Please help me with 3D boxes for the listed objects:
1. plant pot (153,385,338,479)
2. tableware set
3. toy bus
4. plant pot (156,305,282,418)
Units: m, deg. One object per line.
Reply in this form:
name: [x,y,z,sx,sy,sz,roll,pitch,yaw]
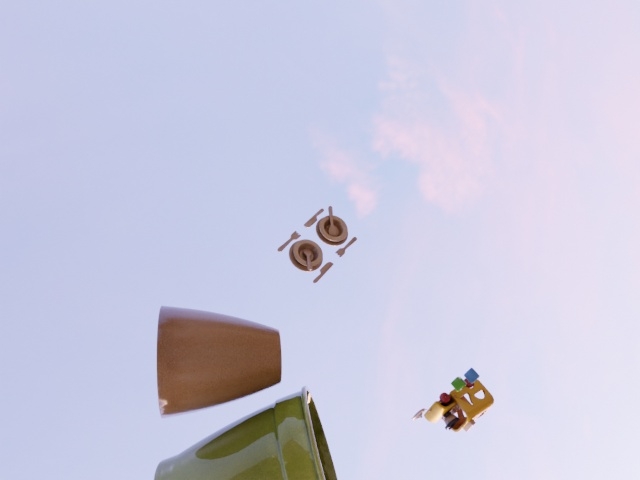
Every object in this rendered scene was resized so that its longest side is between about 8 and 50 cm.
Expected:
plant pot: [-0.149,0.533,1.456,0.366,0.353,0.366,164,90,-89]
tableware set: [0.000,0.000,1.701,0.128,0.039,0.194,41,-125,6]
toy bus: [0.356,0.440,1.782,0.202,0.104,0.191,-42,-25,1]
plant pot: [-0.214,0.253,1.487,0.254,0.237,0.237,-2,-97,-7]
